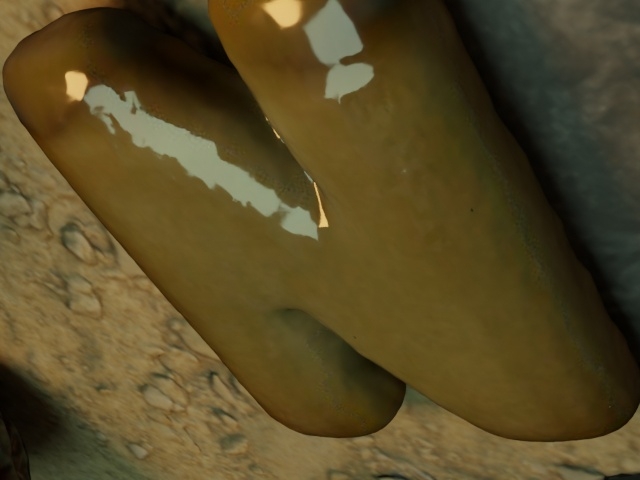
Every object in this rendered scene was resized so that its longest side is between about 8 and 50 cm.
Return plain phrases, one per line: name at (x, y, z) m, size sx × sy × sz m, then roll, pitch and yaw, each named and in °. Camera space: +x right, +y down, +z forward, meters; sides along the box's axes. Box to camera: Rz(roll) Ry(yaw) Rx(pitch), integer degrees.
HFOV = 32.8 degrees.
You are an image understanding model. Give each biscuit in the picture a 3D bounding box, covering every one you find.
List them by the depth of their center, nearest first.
biscuit at (0.000, 0.000, 0.521) m, size 0.236 × 0.062 × 0.291 m, roll -6°, pitch 132°, yaw 38°

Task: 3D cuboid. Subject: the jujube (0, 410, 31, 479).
jujube at (-0.369, 0.216, 0.897) m, size 0.226 × 0.226 × 0.317 m, roll 44°, pitch 137°, yaw -18°
